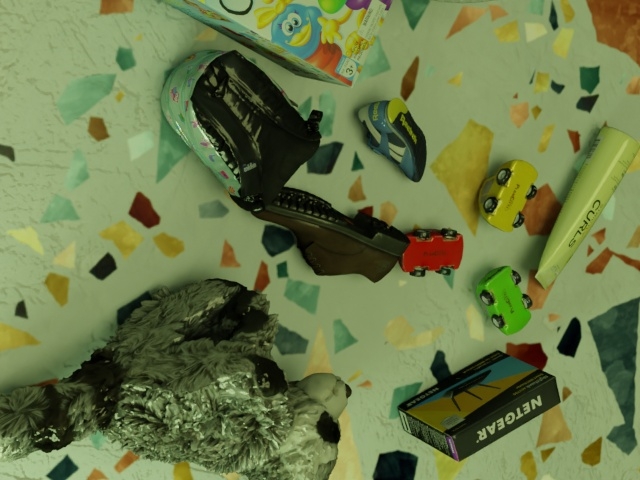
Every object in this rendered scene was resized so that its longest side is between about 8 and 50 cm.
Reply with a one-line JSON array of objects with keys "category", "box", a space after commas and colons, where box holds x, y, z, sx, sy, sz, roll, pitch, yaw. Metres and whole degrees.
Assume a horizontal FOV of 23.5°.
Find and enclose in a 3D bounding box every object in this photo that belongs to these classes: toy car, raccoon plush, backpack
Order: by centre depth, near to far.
[{"category": "backpack", "box": [-0.102, -0.140, 1.816, 0.182, 0.115, 0.152, 49, 64, -29]}, {"category": "raccoon plush", "box": [-0.181, 0.234, 1.870, 0.446, 0.216, 0.299, -14, 127, 3]}, {"category": "toy car", "box": [0.220, 0.030, 2.084, 0.239, 0.053, 0.225, -35, 117, -18]}]

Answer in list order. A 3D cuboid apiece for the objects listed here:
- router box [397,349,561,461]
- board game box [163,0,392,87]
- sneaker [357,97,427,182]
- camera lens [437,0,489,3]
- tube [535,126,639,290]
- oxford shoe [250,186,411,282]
[{"category": "router box", "box": [0.215, 0.222, 2.080, 0.179, 0.133, 0.046, -27, 115, -23]}, {"category": "board game box", "box": [-0.071, -0.304, 1.776, 0.275, 0.144, 0.142, 26, 88, -33]}, {"category": "sneaker", "box": [0.095, -0.130, 1.975, 0.144, 0.059, 0.053, 59, 39, -43]}, {"category": "camera lens", "box": [0.173, -0.446, 1.818, 0.219, 0.219, 0.274, -22, 126, -24]}, {"category": "tube", "box": [0.366, -0.042, 2.147, 0.070, 0.062, 0.240, 32, 85, -27]}, {"category": "oxford shoe", "box": [0.000, 0.000, 1.932, 0.227, 0.083, 0.096, 23, 107, -24]}]
